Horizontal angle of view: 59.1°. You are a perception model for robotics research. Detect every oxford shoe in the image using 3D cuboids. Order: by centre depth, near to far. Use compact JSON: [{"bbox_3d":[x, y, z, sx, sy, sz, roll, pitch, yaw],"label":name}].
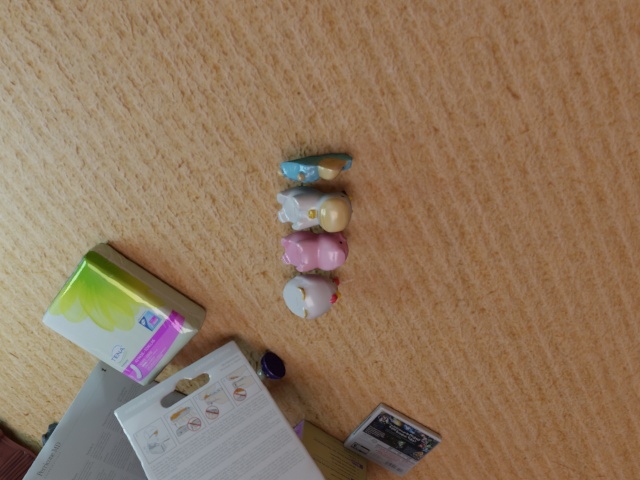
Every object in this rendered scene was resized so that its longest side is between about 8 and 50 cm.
[{"bbox_3d":[-0.863,0.617,1.548,0.348,0.123,0.130,52,139,-3],"label":"oxford shoe"}]

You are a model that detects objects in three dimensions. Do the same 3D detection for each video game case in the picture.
[{"bbox_3d":[0.186,0.520,1.463,0.190,0.022,0.173,31,117,-11],"label":"video game case"}]

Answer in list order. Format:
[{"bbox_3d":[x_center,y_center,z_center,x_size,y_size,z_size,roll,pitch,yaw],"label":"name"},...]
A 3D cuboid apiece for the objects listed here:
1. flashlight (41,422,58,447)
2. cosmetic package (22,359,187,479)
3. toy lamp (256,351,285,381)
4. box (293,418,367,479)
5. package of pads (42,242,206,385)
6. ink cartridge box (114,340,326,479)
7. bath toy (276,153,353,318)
[{"bbox_3d":[-0.692,0.653,1.563,0.103,0.103,0.304,3,119,5],"label":"flashlight"},{"bbox_3d":[-0.463,0.476,1.292,0.284,0.377,0.097,30,117,-10],"label":"cosmetic package"},{"bbox_3d":[-0.200,0.381,1.391,0.080,0.080,0.275,42,114,-17],"label":"toy lamp"},{"bbox_3d":[-0.002,0.615,1.404,0.213,0.243,0.117,34,115,-14],"label":"box"},{"bbox_3d":[-0.449,0.175,1.289,0.296,0.101,0.229,38,113,-14],"label":"package of pads"},{"bbox_3d":[-0.219,0.461,1.236,0.385,0.308,0.091,52,155,19],"label":"ink cartridge box"},{"bbox_3d":[0.000,0.000,1.150,0.151,0.129,0.348,27,126,42],"label":"bath toy"}]
